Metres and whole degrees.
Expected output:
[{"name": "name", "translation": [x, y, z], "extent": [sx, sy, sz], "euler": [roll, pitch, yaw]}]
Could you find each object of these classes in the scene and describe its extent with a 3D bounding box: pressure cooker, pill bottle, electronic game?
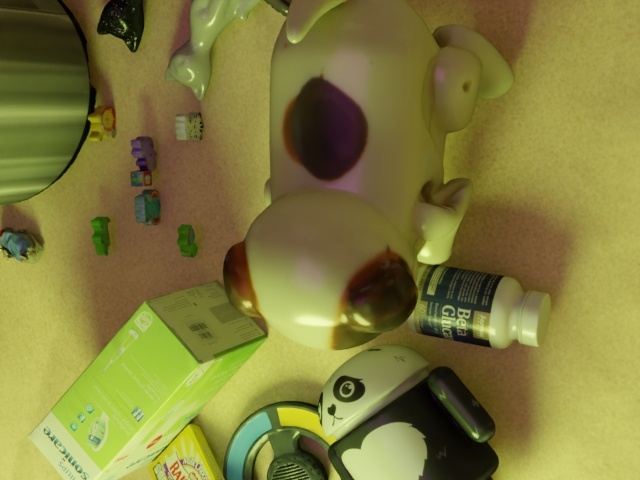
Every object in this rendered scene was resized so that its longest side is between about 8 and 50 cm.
[{"name": "pressure cooker", "translation": [-0.566, -0.219, 1.729], "extent": [0.370, 0.420, 0.375], "euler": [3, 97, 23]}, {"name": "pill bottle", "translation": [0.204, 0.087, 1.598], "extent": [0.169, 0.094, 0.094], "euler": [9, 99, 23]}, {"name": "electronic game", "translation": [-0.034, 0.339, 1.754], "extent": [0.229, 0.048, 0.229], "euler": [2, 96, 23]}]

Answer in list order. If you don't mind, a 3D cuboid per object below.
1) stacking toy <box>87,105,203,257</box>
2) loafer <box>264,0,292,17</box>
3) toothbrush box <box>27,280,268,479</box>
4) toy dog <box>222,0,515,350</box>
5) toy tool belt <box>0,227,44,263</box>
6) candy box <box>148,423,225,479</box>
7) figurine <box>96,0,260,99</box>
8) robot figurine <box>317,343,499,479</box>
[{"name": "stacking toy", "translation": [-0.253, -0.085, 1.810], "extent": [0.167, 0.052, 0.221], "euler": [3, 98, 25]}, {"name": "loafer", "translation": [-0.067, -0.455, 1.641], "extent": [0.130, 0.134, 0.366], "euler": [-28, 84, 24]}, {"name": "toothbrush box", "translation": [-0.238, 0.203, 1.744], "extent": [0.122, 0.206, 0.283], "euler": [48, 110, 12]}, {"name": "toy dog", "translation": [0.047, -0.070, 1.465], "extent": [0.285, 0.395, 0.407], "euler": [10, 77, 14]}, {"name": "toy tool belt", "translation": [-0.468, 0.006, 1.909], "extent": [0.083, 0.051, 0.052], "euler": [31, 106, 18]}, {"name": "candy box", "translation": [-0.175, 0.374, 1.786], "extent": [0.105, 0.027, 0.206], "euler": [-46, 51, 18]}, {"name": "figurine", "translation": [-0.203, -0.328, 1.749], "extent": [0.215, 0.092, 0.209], "euler": [37, 116, 15]}, {"name": "robot figurine", "translation": [0.116, 0.268, 1.610], "extent": [0.209, 0.173, 0.278], "euler": [-35, 81, -1]}]
